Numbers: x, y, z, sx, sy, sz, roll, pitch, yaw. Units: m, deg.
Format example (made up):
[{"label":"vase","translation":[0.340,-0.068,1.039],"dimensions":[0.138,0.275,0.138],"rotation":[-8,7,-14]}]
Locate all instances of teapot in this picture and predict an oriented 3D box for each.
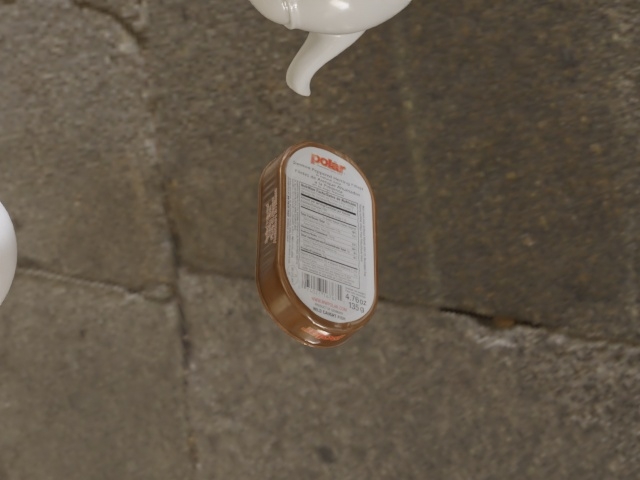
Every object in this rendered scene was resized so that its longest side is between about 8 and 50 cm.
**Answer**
[{"label":"teapot","translation":[-0.025,-0.323,1.427],"dimensions":[0.256,0.187,0.252],"rotation":[60,173,10]}]

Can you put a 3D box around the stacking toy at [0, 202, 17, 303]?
[{"label":"stacking toy","translation":[-0.353,0.129,0.862],"dimensions":[0.351,0.480,0.350],"rotation":[14,137,13]}]

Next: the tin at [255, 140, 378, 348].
[{"label":"tin","translation":[0.000,0.000,1.127],"dimensions":[0.040,0.106,0.189],"rotation":[-36,43,42]}]
